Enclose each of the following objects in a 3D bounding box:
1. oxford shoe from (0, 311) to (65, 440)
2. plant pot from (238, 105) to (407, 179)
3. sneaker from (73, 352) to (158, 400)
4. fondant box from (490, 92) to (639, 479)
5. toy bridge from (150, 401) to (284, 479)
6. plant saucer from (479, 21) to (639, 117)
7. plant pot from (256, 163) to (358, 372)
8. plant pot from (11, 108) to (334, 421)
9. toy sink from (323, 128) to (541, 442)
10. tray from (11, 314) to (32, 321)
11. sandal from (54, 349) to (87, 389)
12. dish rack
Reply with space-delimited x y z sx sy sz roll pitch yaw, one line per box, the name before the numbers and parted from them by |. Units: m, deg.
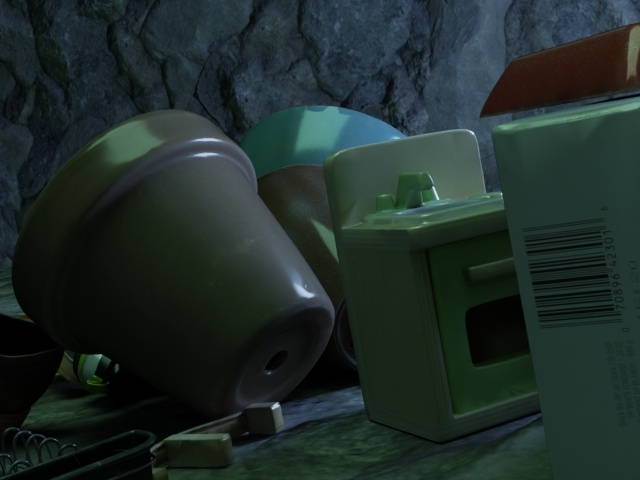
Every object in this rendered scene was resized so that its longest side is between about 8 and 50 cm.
oxford shoe | -0.406 0.071 1.005 0.364 0.132 0.130 27 21 -42
plant pot | 0.000 0.000 1.399 0.290 0.290 0.195 -7 42 26
sneaker | -0.164 0.135 1.228 0.235 0.084 0.097 -15 32 -37
fondant box | 0.236 0.018 0.744 0.096 0.238 0.330 -8 6 32
toy bridge | -0.101 0.170 0.886 0.063 0.026 0.188 -8 5 29
plant saucer | 0.281 -0.143 0.832 0.258 0.047 0.259 -11 4 -12
plant pot | 0.019 0.048 1.157 0.215 0.215 0.230 -12 21 -20
plant pot | -0.116 0.047 1.017 0.229 0.263 0.263 41 34 25
toy sink | 0.113 0.027 0.898 0.153 0.234 0.131 -12 5 -25
tray | -0.519 0.171 1.379 0.203 0.076 0.411 -6 8 39
sandal | -0.332 0.143 1.343 0.088 0.079 0.240 31 3 -30
dish rack | -0.256 0.186 0.754 0.208 0.074 0.271 -13 6 -39
